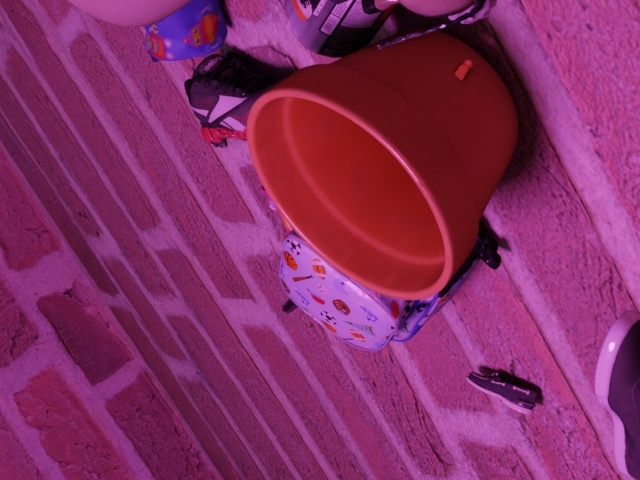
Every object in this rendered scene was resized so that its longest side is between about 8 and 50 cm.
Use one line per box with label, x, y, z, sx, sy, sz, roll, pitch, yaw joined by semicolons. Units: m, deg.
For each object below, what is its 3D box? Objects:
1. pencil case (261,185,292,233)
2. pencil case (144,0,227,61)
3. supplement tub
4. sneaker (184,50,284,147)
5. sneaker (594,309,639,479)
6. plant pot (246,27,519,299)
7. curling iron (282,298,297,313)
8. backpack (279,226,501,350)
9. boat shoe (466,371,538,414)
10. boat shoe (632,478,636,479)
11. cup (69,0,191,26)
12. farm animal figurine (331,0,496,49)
pencil case;0.000;0.000;1.625;0.104;0.104;0.236;12;133;54
pencil case;-0.224;-0.397;1.465;0.133;0.119;0.306;41;154;46
supplement tub;0.038;-0.293;1.167;0.117;0.117;0.190;51;154;3
sneaker;-0.120;-0.213;1.550;0.276;0.098;0.135;4;129;59
sneaker;0.409;0.200;1.213;0.147;0.104;0.295;24;148;42
plant pot;0.090;-0.104;1.204;0.291;0.203;0.290;35;152;22
curling iron;-0.024;0.069;1.826;0.068;0.035;0.274;51;154;12
backpack;0.071;0.029;1.441;0.276;0.213;0.263;43;163;13
boat shoe;0.264;0.213;1.532;0.046;0.038;0.125;18;-176;-38
boat shoe;0.502;0.445;1.354;0.324;0.117;0.097;63;156;-9
cup;-0.169;-0.432;1.162;0.237;0.331;0.331;-15;113;35
farm animal figurine;0.075;-0.332;0.878;0.172;0.330;0.326;-7;104;29
